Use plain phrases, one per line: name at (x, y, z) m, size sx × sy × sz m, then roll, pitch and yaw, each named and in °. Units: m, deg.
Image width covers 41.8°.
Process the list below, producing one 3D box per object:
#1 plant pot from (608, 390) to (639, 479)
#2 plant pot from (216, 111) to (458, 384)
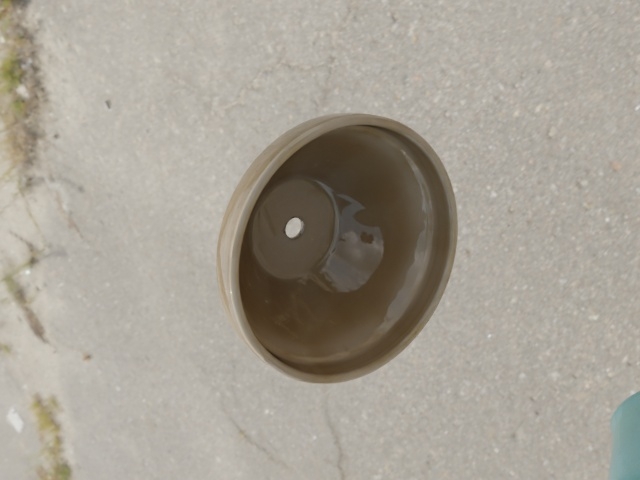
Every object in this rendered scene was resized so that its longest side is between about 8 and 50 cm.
plant pot at (0.564, 0.369, 1.288) m, size 0.272 × 0.255 × 0.271 m, roll 0°, pitch 130°, yaw 0°
plant pot at (0.000, 0.000, 0.757) m, size 0.110 × 0.237 × 0.237 m, roll 22°, pitch 131°, yaw 53°
